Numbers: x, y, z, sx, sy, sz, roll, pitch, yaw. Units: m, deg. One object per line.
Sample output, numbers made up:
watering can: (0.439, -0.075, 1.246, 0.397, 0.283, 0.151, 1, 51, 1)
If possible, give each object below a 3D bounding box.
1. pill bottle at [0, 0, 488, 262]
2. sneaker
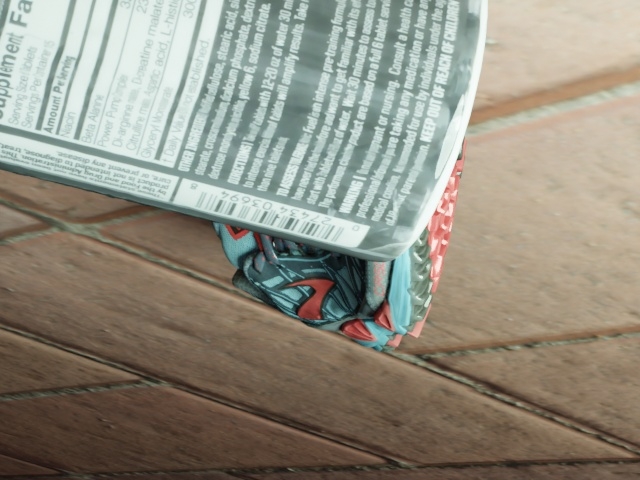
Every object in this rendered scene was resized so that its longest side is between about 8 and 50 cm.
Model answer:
pill bottle: (-0.071, -0.081, 0.636, 0.245, 0.130, 0.130, 15, 162, -10)
sneaker: (0.000, 0.000, 0.900, 0.125, 0.104, 0.262, 13, 163, -2)
